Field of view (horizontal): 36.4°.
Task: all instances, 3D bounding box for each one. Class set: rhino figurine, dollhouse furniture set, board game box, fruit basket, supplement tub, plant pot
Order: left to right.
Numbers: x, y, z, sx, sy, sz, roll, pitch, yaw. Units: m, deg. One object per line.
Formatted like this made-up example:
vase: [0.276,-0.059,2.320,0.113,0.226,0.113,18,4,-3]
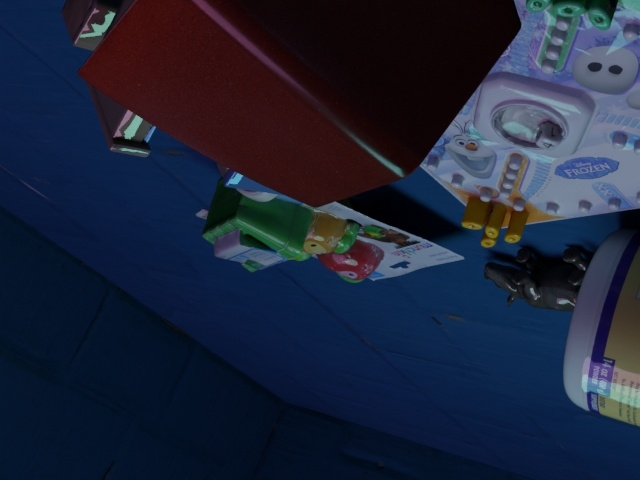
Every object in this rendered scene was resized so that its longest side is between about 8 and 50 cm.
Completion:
dollhouse furniture set: [-0.104,-0.230,1.162,0.303,0.286,0.198,8,132,-39]
plant pot: [-0.002,-0.178,0.806,0.236,0.267,0.267,44,157,-15]
fruit basket: [0.000,0.000,1.560,0.353,0.165,0.327,27,162,-18]
board game box: [0.220,-0.121,1.031,0.390,0.050,0.390,36,152,-33]
rhino figurine: [0.332,0.064,1.455,0.106,0.073,0.243,38,159,-29]
supplement tub: [0.486,0.132,1.171,0.331,0.241,0.241,15,160,27]

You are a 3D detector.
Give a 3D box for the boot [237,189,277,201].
boot: [-0.138,-0.158,1.292,0.176,0.088,0.244,44,-176,-40]
